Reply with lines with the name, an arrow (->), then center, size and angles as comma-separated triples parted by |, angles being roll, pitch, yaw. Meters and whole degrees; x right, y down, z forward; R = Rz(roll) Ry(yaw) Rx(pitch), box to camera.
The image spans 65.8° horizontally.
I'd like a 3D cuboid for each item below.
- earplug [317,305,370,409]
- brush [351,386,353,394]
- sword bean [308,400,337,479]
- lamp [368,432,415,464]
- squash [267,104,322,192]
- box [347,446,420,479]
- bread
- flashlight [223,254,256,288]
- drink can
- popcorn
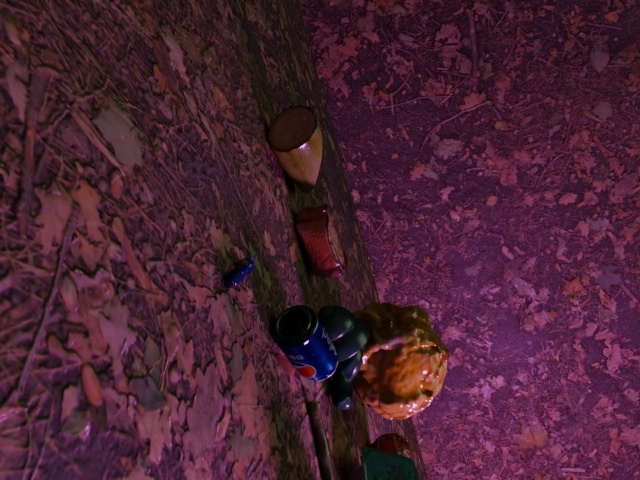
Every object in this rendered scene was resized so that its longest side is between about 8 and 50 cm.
earplug -> 0.052, 0.337, 1.492 | 0.257, 0.164, 0.280 | -35, 101, -40
brush -> 0.086, 0.495, 1.676 | 0.193, 0.016, 0.062 | 45, 31, -68
sword bean -> 0.010, 0.537, 1.243 | 0.043, 0.038, 0.269 | 130, -51, -74
lamp -> 0.249, 0.805, 1.699 | 0.274, 0.177, 0.177 | -84, 156, -54
squash -> -0.048, -0.291, 1.619 | 0.260, 0.189, 0.189 | 49, 29, -55
box -> 0.190, 0.770, 1.449 | 0.337, 0.106, 0.264 | 35, 36, -41
bread -> 0.001, -0.004, 1.644 | 0.190, 0.123, 0.244 | -59, 133, -76
flashlight -> -0.168, 0.064, 1.013 | 0.035, 0.057, 0.121 | 39, 23, 0
drink can -> -0.031, 0.253, 1.200 | 0.118, 0.118, 0.205 | -93, 162, -44
popcorn -> 0.247, 0.403, 1.707 | 0.354, 0.344, 0.390 | 146, -74, -72
